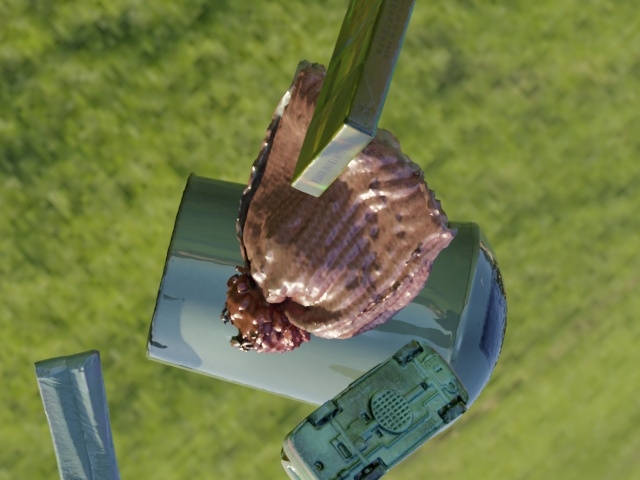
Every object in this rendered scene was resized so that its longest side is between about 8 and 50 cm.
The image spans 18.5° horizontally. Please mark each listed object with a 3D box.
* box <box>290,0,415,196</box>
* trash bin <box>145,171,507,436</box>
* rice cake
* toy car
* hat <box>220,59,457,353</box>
[{"bbox_3d":[0.033,-0.141,1.582,0.121,0.030,0.193,-47,-158,59],"label":"box"},{"bbox_3d":[0.018,0.080,2.456,0.280,0.432,0.280,-167,-90,-88],"label":"trash bin"},{"bbox_3d":[-0.292,0.232,2.391,0.080,0.042,0.221,-14,121,-12],"label":"rice cake"},{"bbox_3d":[0.051,0.180,1.910,0.224,0.090,0.076,-32,170,-43],"label":"toy car"},{"bbox_3d":[0.000,0.000,1.844,0.107,0.236,0.286,-3,136,-45],"label":"hat"}]
